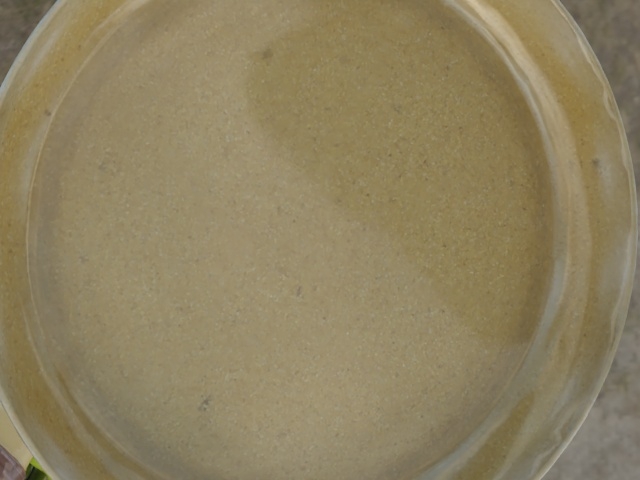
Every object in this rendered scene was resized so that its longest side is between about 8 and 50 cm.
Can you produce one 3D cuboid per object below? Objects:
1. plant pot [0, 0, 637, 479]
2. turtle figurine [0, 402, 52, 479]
[{"bbox_3d":[0.000,0.000,0.415,0.236,0.032,0.236,-2,95,-21],"label":"plant pot"},{"bbox_3d":[-0.162,0.085,0.486,0.269,0.087,0.217,44,52,-11],"label":"turtle figurine"}]
